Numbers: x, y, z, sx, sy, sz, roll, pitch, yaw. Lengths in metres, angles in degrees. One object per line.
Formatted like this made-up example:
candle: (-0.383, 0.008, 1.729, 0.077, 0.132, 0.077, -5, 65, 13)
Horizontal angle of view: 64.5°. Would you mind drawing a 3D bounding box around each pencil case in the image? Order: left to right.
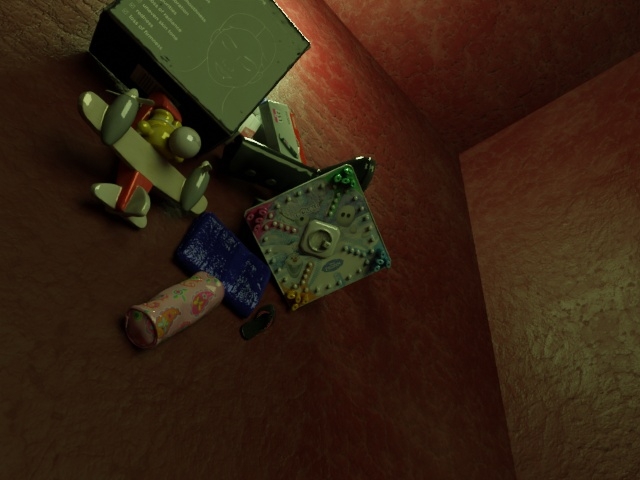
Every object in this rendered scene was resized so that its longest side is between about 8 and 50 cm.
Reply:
pencil case: (-0.380, 0.176, 1.343, 0.124, 0.124, 0.284, 59, 32, -2)

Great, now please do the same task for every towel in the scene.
towel: (-0.290, 0.069, 1.580, 0.308, 0.076, 0.228, 44, 35, -24)

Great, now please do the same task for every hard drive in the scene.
hard drive: (-0.139, -0.030, 1.758, 0.254, 0.054, 0.172, 27, 72, -14)

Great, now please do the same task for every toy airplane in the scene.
toy airplane: (-0.457, -0.228, 1.392, 0.386, 0.272, 0.384, -45, 120, -69)

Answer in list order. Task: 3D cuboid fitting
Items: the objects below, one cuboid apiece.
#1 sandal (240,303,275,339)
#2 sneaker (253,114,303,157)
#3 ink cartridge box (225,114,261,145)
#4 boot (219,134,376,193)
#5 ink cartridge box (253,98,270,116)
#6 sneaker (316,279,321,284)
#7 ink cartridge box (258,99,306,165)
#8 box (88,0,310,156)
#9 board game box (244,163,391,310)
sandal: (-0.186, 0.257, 1.610, 0.067, 0.040, 0.179, 58, 33, -4)
sneaker: (-0.168, -0.383, 2.079, 0.292, 0.108, 0.169, 66, 30, -11)
ink cartridge box: (-0.345, -0.461, 1.898, 0.218, 0.092, 0.158, 44, 36, -21)
boot: (-0.087, -0.257, 1.750, 0.445, 0.367, 0.146, 25, 57, -23)
ink cartridge box: (-0.278, -0.585, 2.126, 0.207, 0.046, 0.097, 37, 41, -32)
sneaker: (-0.010, 0.102, 1.885, 0.126, 0.091, 0.240, 45, 16, -37)
ink cartridge box: (-0.122, -0.397, 2.000, 0.239, 0.060, 0.275, -9, 84, -56)
box: (-0.374, -0.622, 1.633, 0.480, 0.297, 0.472, 45, 64, -21)
board game box: (0.000, 0.000, 1.698, 0.050, 0.390, 0.390, -114, 179, -72)
